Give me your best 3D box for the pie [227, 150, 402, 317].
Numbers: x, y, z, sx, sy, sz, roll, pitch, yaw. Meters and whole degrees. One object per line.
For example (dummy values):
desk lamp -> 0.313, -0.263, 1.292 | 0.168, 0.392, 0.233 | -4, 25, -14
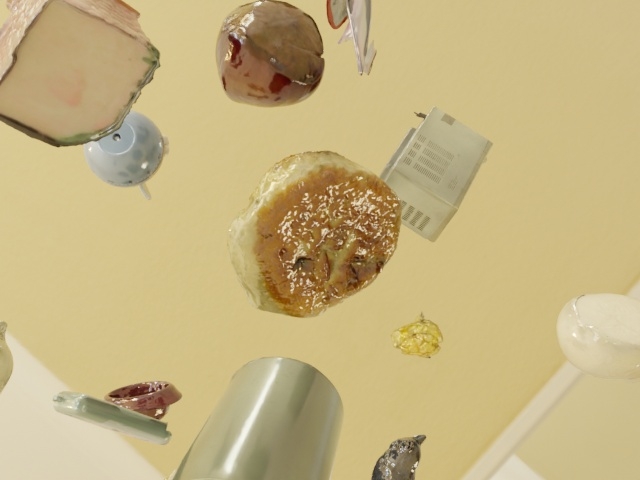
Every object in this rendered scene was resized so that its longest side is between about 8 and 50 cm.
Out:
pie -> 0.000, 0.000, 1.204 | 0.315, 0.315, 0.092 | 30, -165, -42

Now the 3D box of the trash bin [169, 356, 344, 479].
trash bin -> -0.116, 0.422, 1.314 | 0.280, 0.280, 0.432 | 38, -152, -7

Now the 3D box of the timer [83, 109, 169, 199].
timer -> -0.377, -0.180, 1.563 | 0.175, 0.175, 0.255 | 42, -171, 20

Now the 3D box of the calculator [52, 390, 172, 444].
calculator -> -0.400, 0.340, 1.447 | 0.246, 0.045, 0.141 | 31, 156, -32

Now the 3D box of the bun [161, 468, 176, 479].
bun -> -0.383, 0.668, 1.962 | 0.128, 0.222, 0.222 | 68, -164, 11

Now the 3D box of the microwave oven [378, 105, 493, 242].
microwave oven -> 0.239, -0.150, 1.651 | 0.194, 0.145, 0.240 | 31, -128, 5

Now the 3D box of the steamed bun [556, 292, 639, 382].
steamed bun -> 0.545, 0.187, 1.404 | 0.228, 0.131, 0.177 | -1, -146, -26

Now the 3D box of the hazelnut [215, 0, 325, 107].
hazelnut -> -0.093, -0.318, 1.342 | 0.208, 0.208, 0.208 | 38, -171, -7

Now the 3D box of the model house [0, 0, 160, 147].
model house -> -0.406, -0.312, 1.204 | 0.202, 0.237, 0.237 | 19, -146, -40

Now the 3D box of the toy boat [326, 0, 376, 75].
toy boat -> 0.070, -0.471, 1.464 | 0.071, 0.219, 0.318 | 5, -147, -15

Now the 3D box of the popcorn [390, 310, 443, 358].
popcorn -> 0.165, 0.169, 1.241 | 0.084, 0.084, 0.084 | 38, -171, -7

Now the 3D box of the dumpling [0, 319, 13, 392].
dumpling -> -0.525, 0.205, 1.124 | 0.100, 0.169, 0.134 | 47, -176, -6

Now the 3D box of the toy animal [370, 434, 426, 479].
toy animal -> 0.118, 0.415, 1.223 | 0.117, 0.210, 0.121 | 45, -154, 22

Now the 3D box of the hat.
hat -> -0.442, 0.411, 1.870 | 0.205, 0.205, 0.089 | -28, -69, -80
